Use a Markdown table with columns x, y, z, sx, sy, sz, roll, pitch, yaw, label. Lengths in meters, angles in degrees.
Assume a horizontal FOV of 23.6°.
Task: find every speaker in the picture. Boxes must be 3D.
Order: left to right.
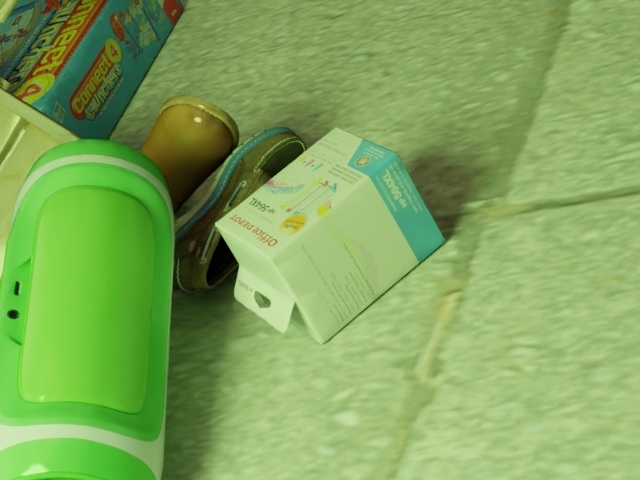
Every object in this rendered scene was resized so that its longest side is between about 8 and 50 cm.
| x | y | z | sx | sy | sz | roll | pitch | yaw | label |
| --- | --- | --- | --- | --- | --- | --- | --- | --- | --- |
| -0.173 | 0.070 | 1.113 | 0.131 | 0.131 | 0.296 | -18 | 47 | 19 | speaker |

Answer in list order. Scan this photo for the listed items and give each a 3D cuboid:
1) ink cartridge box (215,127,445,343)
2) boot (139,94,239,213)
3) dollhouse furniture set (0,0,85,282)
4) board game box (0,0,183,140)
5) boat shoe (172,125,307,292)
| x | y | z | sx | sy | sz | roll | pitch | yaw | label |
| --- | --- | --- | --- | --- | --- | --- | --- | --- | --- |
| 0.000 | 0.000 | 1.149 | 0.143 | 0.090 | 0.092 | -39 | 32 | -15 | ink cartridge box |
| -0.143 | -0.027 | 1.287 | 0.197 | 0.073 | 0.152 | -45 | 16 | 57 | boot |
| -0.260 | -0.075 | 1.372 | 0.356 | 0.174 | 0.303 | 33 | 92 | 27 | dollhouse furniture set |
| -0.339 | -0.169 | 1.677 | 0.302 | 0.086 | 0.308 | -12 | 36 | 28 | board game box |
| -0.059 | -0.020 | 1.263 | 0.066 | 0.066 | 0.183 | 18 | 57 | 36 | boat shoe |
